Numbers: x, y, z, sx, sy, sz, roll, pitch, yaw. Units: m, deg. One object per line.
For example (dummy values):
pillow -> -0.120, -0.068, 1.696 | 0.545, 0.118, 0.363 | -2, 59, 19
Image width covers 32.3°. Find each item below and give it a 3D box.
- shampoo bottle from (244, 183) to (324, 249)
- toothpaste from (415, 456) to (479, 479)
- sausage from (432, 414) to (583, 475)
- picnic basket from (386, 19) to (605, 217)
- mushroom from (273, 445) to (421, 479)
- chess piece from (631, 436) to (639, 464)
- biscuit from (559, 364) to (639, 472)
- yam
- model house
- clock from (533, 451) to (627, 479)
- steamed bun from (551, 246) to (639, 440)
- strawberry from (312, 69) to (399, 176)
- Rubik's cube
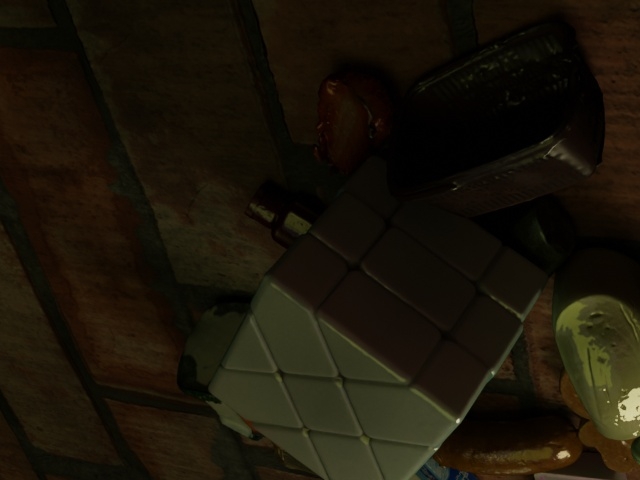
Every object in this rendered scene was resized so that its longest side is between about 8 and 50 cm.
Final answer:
shampoo bottle -> 0.000, 0.000, 1.804 | 0.260, 0.064, 0.102 | 32, 138, 0
toothpaste -> 0.233, 0.436, 2.053 | 0.053, 0.066, 0.272 | -13, 129, 42
sausage -> 0.321, 0.355, 1.924 | 0.270, 0.109, 0.109 | -7, 125, 32
picnic basket -> 0.237, -0.143, 1.454 | 0.297, 0.222, 0.129 | -19, 140, 40
mushroom -> 0.076, 0.435, 2.154 | 0.351, 0.095, 0.123 | 12, 154, 22
chess piece -> 0.516, 0.282, 1.724 | 0.059, 0.059, 0.149 | 7, 124, 25
biscuit -> 0.496, 0.270, 1.784 | 0.202, 0.044, 0.289 | -4, 128, 30
yam -> 0.299, 0.020, 1.627 | 0.107, 0.107, 0.183 | 35, 139, -3
model house -> -0.087, 0.275, 2.060 | 0.271, 0.190, 0.301 | 5, 146, 23
clock -> 0.472, 0.461, 1.962 | 0.150, 0.063, 0.197 | 0, 128, 30
steamed bun -> 0.429, 0.143, 1.582 | 0.154, 0.200, 0.250 | -22, 107, 22
strawberry -> 0.049, -0.176, 1.613 | 0.121, 0.082, 0.188 | 47, 149, 13
Rubik's cube -> 0.078, 0.135, 1.578 | 0.319, 0.316, 0.322 | 36, 140, 6
